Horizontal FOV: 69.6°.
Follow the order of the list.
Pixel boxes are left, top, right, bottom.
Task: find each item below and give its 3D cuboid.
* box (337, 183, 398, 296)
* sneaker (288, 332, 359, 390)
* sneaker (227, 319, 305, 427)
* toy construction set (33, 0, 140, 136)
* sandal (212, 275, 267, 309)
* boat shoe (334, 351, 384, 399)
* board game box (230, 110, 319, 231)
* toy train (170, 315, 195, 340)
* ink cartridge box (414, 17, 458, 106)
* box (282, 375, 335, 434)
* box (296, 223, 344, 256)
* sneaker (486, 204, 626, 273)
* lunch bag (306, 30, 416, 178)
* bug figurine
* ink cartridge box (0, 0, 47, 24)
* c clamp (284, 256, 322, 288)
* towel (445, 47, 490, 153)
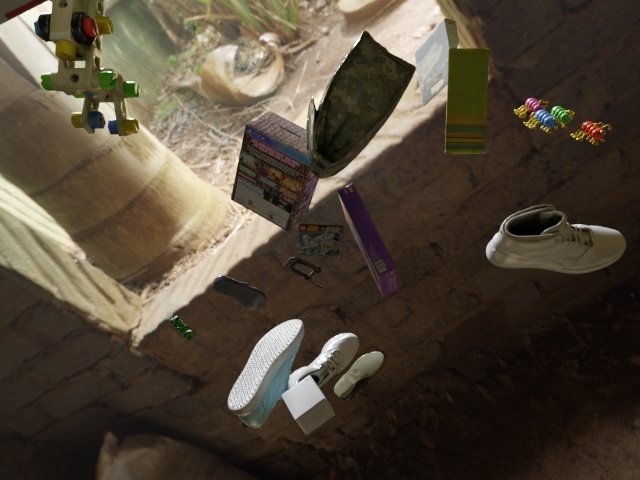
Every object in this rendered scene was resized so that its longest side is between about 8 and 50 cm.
[{"bbox_3d":[0.142,0.002,1.359,0.057,0.201,0.294,-24,66,0],"label":"box"},{"bbox_3d":[0.020,0.424,1.535,0.297,0.111,0.129,-41,-1,-14],"label":"sneaker"},{"bbox_3d":[-0.150,0.420,1.467,0.135,0.150,0.366,3,42,39],"label":"sneaker"},{"bbox_3d":[-0.416,-0.367,0.825,0.150,0.328,0.215,-15,-8,-1],"label":"toy construction set"},{"bbox_3d":[-0.311,0.199,1.830,0.097,0.254,0.055,-40,37,17],"label":"sandal"},{"bbox_3d":[0.088,0.295,1.006,0.133,0.042,0.049,-43,50,-3],"label":"boat shoe"},{"bbox_3d":[-0.131,-0.217,1.465,0.141,0.231,0.291,-50,-14,-49],"label":"board game box"},{"bbox_3d":[-0.342,0.219,1.147,0.017,0.083,0.024,4,46,43],"label":"toy train"},{"bbox_3d":[0.319,-0.474,1.240,0.145,0.045,0.180,144,122,-63],"label":"ink cartridge box"},{"bbox_3d":[-0.034,0.459,1.285,0.101,0.087,0.101,-32,36,-11],"label":"box"},{"bbox_3d":[0.000,0.000,1.378,0.136,0.027,0.094,3,80,11],"label":"box"},{"bbox_3d":[0.520,-0.003,0.979,0.292,0.169,0.108,-4,66,6],"label":"sneaker"},{"bbox_3d":[0.056,-0.280,1.056,0.287,0.168,0.235,-57,4,-2],"label":"lunch bag"},{"bbox_3d":[0.738,-0.375,1.422,0.216,0.278,0.072,-112,34,-51],"label":"bug figurine"},{"bbox_3d":[-0.427,-0.294,0.422,0.197,0.272,0.114,-74,1,-45],"label":"ink cartridge box"},{"bbox_3d":[-0.040,0.090,1.358,0.161,0.137,0.022,119,175,-69],"label":"c clamp"},{"bbox_3d":[0.342,-0.322,1.072,0.102,0.238,0.021,-3,11,-10],"label":"towel"}]
